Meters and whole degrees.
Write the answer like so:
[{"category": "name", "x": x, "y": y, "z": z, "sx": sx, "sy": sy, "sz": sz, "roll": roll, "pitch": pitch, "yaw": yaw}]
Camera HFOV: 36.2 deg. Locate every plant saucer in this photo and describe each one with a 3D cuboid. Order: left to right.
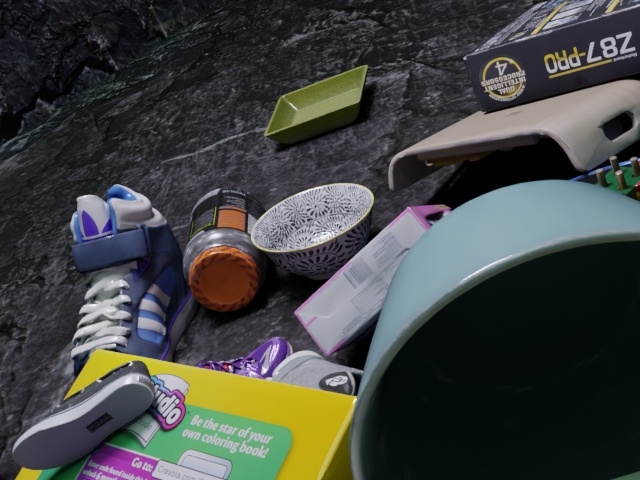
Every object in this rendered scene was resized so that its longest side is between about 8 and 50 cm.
[{"category": "plant saucer", "x": 0.003, "y": -0.243, "z": 1.812, "sx": 0.188, "sy": 0.045, "sz": 0.188, "roll": -18, "pitch": 26, "yaw": 18}]

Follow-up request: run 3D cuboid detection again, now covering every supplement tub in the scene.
[{"category": "supplement tub", "x": -0.130, "y": 0.013, "z": 1.364, "sx": 0.117, "sy": 0.117, "sz": 0.190, "roll": -22, "pitch": 26, "yaw": 9}]

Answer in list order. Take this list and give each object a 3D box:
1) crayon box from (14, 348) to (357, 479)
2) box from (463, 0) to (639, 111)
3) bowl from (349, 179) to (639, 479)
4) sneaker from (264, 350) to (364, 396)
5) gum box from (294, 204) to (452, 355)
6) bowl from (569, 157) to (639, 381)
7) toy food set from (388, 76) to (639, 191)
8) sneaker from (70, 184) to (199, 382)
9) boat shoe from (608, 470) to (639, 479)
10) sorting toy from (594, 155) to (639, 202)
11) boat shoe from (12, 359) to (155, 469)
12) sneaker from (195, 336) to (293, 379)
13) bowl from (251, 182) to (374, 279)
[{"category": "crayon box", "x": -0.136, "y": 0.262, "z": 0.810, "sx": 0.363, "sy": 0.106, "sz": 0.313, "roll": 2, "pitch": 55, "yaw": 45}, {"category": "box", "x": 0.416, "y": -0.309, "z": 1.406, "sx": 0.318, "sy": 0.097, "sz": 0.395, "roll": -13, "pitch": 15, "yaw": 30}, {"category": "bowl", "x": 0.164, "y": 0.079, "z": 0.705, "sx": 0.312, "sy": 0.311, "sz": 0.163, "roll": -22, "pitch": 35, "yaw": 8}, {"category": "sneaker", "x": -0.029, "y": 0.192, "z": 0.967, "sx": 0.132, "sy": 0.086, "sz": 0.228, "roll": 3, "pitch": 37, "yaw": 42}, {"category": "gum box", "x": 0.074, "y": 0.037, "z": 1.058, "sx": 0.188, "sy": 0.062, "sz": 0.107, "roll": -43, "pitch": -14, "yaw": 23}, {"category": "bowl", "x": 0.310, "y": 0.036, "z": 0.955, "sx": 0.391, "sy": 0.077, "sz": 0.391, "roll": -21, "pitch": 25, "yaw": 10}, {"category": "toy food set", "x": 0.262, "y": -0.121, "z": 1.271, "sx": 0.220, "sy": 0.092, "sz": 0.306, "roll": -29, "pitch": 15, "yaw": -39}, {"category": "sneaker", "x": -0.279, "y": 0.065, "z": 1.261, "sx": 0.130, "sy": 0.236, "sz": 0.322, "roll": -14, "pitch": 27, "yaw": 24}, {"category": "boat shoe", "x": 0.112, "y": 0.241, "z": 0.576, "sx": 0.500, "sy": 0.156, "sz": 0.187, "roll": -10, "pitch": 30, "yaw": 4}, {"category": "sorting toy", "x": 0.311, "y": -0.041, "z": 0.957, "sx": 0.274, "sy": 0.046, "sz": 0.132, "roll": -38, "pitch": 28, "yaw": -24}, {"category": "boat shoe", "x": -0.206, "y": 0.153, "z": 0.859, "sx": 0.142, "sy": 0.049, "sz": 0.040, "roll": -30, "pitch": 33, "yaw": 8}, {"category": "sneaker", "x": -0.106, "y": 0.159, "z": 1.115, "sx": 0.170, "sy": 0.071, "sz": 0.068, "roll": -33, "pitch": 26, "yaw": -16}, {"category": "bowl", "x": 0.000, "y": 0.000, "z": 1.301, "sx": 0.170, "sy": 0.080, "sz": 0.170, "roll": -16, "pitch": 26, "yaw": 8}]
